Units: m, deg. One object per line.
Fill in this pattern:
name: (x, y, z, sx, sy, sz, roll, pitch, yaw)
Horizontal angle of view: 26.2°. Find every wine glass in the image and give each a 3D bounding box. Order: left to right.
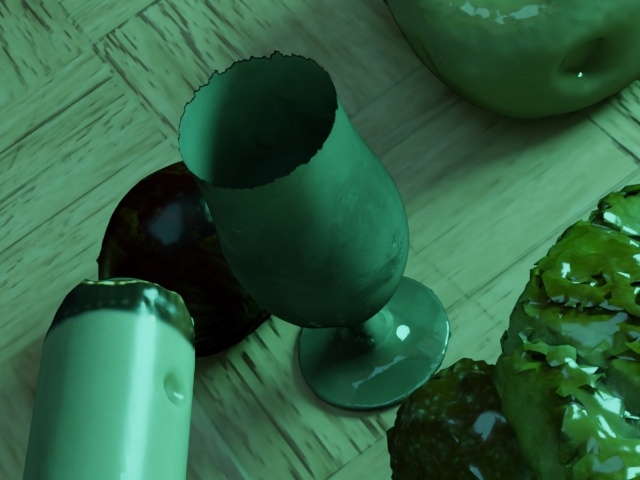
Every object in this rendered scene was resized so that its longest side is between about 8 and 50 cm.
wine glass: (0.000, 0.000, 0.684, 0.093, 0.202, 0.093, -9, 53, 12)

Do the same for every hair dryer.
hair dryer: (-0.082, 0.153, 0.453, 0.203, 0.128, 0.362, -18, 50, 24)

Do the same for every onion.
onion: (-0.072, 0.006, 0.771, 0.118, 0.118, 0.117, 17, 68, 30)

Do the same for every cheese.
cheese: (0.122, -0.181, 0.826, 0.218, 0.117, 0.235, 15, 63, 30)

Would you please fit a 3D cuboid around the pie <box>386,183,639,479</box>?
pie: (0.280, 0.077, 0.537, 0.418, 0.180, 0.395, -29, 53, -16)
